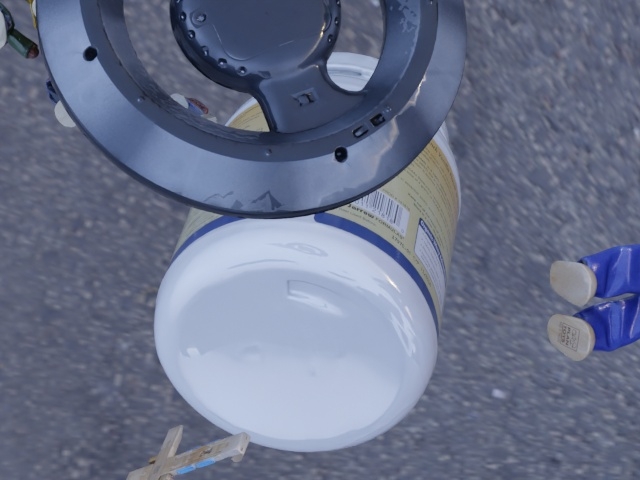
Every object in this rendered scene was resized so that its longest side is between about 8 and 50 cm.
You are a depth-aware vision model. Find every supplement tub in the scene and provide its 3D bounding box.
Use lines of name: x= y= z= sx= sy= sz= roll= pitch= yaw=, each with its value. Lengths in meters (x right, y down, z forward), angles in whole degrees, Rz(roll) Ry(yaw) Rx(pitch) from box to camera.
supplement tub: x=0.000 y=0.000 z=1.447 sx=0.228 sy=0.316 sz=0.228 roll=6 pitch=127 yaw=8

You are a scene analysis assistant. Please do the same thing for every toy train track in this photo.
toy train track: x=-0.057 y=0.101 z=0.752 sx=0.083 sy=0.014 sz=0.048 roll=-25 pitch=33 yaw=44

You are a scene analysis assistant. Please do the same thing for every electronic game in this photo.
electronic game: x=-0.034 y=-0.120 z=0.894 sx=0.229 sy=0.048 sz=0.229 roll=4 pitch=70 yaw=-10

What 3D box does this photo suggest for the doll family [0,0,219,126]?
doll family: x=-0.127 y=-0.095 z=0.968 sx=0.076 sy=0.111 sz=0.193 roll=-45 pitch=97 yaw=-4

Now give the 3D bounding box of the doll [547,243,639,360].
doll: x=0.239 y=0.040 z=1.173 sx=0.046 sy=0.189 sz=0.129 roll=18 pitch=112 yaw=53
